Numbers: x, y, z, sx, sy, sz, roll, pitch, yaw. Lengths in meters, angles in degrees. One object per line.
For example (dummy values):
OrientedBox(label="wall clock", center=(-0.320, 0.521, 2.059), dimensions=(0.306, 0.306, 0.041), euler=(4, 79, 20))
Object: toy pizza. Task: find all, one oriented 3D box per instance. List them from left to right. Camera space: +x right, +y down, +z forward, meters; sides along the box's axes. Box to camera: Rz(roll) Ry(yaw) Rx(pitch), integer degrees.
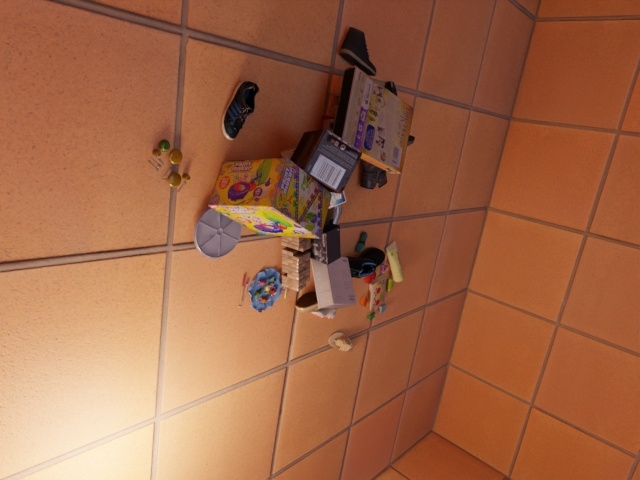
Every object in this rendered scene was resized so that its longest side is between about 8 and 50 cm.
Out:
OrientedBox(label="toy pizza", center=(-0.365, -0.035, 1.607), dimensions=(0.201, 0.032, 0.201), euler=(-21, 119, -42))

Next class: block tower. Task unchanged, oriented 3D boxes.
OrientedBox(label="block tower", center=(-0.101, 0.034, 1.882), dimensions=(0.091, 0.097, 0.334), euler=(-27, 126, -52))

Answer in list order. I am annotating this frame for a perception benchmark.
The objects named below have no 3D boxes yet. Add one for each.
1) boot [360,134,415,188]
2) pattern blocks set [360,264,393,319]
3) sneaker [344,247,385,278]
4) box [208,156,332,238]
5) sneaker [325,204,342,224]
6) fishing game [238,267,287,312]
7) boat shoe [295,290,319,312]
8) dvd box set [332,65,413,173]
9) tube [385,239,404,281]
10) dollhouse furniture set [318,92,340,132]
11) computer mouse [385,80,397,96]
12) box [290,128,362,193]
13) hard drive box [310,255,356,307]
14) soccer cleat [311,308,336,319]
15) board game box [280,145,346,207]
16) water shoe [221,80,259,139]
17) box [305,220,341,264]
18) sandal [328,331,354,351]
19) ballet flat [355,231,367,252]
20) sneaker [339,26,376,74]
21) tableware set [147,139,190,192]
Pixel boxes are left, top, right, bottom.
OrientedBox(label="boot", center=(0.314, -0.386, 2.196), dimensions=(0.339, 0.118, 0.222), euler=(-22, 126, -29))
OrientedBox(label="pattern blocks set", center=(0.319, 0.288, 2.558), dimensions=(0.286, 0.026, 0.324), euler=(-13, 116, -46))
OrientedBox(label="sneaker", center=(0.239, 0.128, 2.303), dimensions=(0.341, 0.140, 0.124), euler=(-19, 118, -45))
OrientedBox(label="box", center=(-0.167, -0.141, 1.559), dimensions=(0.279, 0.290, 0.176), euler=(33, 67, -50))
OrientedBox(label="sneaker", center=(0.056, -0.100, 2.028), dimensions=(0.086, 0.085, 0.236), euler=(-6, 113, -43))
OrientedBox(label="fishing game", center=(-0.222, 0.208, 1.880), dimensions=(0.264, 0.041, 0.188), euler=(2, 103, -50))
OrientedBox(label="boat shoe", center=(-0.008, 0.287, 2.114), dimensions=(0.285, 0.105, 0.089), euler=(-18, 121, -47))
OrientedBox(label="dvd box set", center=(0.224, -0.477, 1.862), dimensions=(0.421, 0.062, 0.307), euler=(13, 86, -46))
OrientedBox(label="tube", center=(0.421, 0.123, 2.578), dimensions=(0.070, 0.062, 0.239), euler=(-86, 161, -64))
OrientedBox(label="dollhouse furniture set", center=(0.100, -0.465, 1.911), dimensions=(0.259, 0.135, 0.261), euler=(3, 104, -38))
OrientedBox(label="computer mouse", center=(0.288, -0.588, 2.087), dimensions=(0.272, 0.072, 0.188), euler=(-46, 137, -26))
OrientedBox(label="box", center=(0.006, -0.280, 1.619), dimensions=(0.169, 0.203, 0.166), euler=(28, 88, -25))
OrientedBox(label="hard drive box", center=(0.061, 0.188, 2.072), dimensions=(0.181, 0.089, 0.231), euler=(12, 63, -50))
OrientedBox(label="soccer cleat", center=(0.018, 0.337, 2.204), dimensions=(0.196, 0.068, 0.076), euler=(22, 84, -59))
OrientedBox(label="board game box", center=(-0.021, -0.251, 1.822), dimensions=(0.193, 0.053, 0.305), euler=(-22, 129, -4))
OrientedBox(label="water shoe", center=(-0.266, -0.430, 1.503), dimensions=(0.073, 0.080, 0.202), euler=(12, 98, -51))
OrientedBox(label="box", center=(0.000, 0.000, 1.949), dimensions=(0.093, 0.158, 0.155), euler=(-28, 126, -39))
OrientedBox(label="sandal", center=(0.137, 0.554, 2.425), dimensions=(0.240, 0.079, 0.088), euler=(39, 76, -50))
OrientedBox(label="ballet flat", center=(0.211, 0.011, 2.300), dimensions=(0.041, 0.041, 0.114), euler=(18, 93, -52))
OrientedBox(label="sneaker", center=(0.176, -0.769, 1.863), dimensions=(0.222, 0.083, 0.118), euler=(18, 92, -50))
OrientedBox(label="tableware set", center=(-0.463, -0.233, 1.412), dimensions=(0.104, 0.024, 0.154), euler=(-57, 139, -19))
